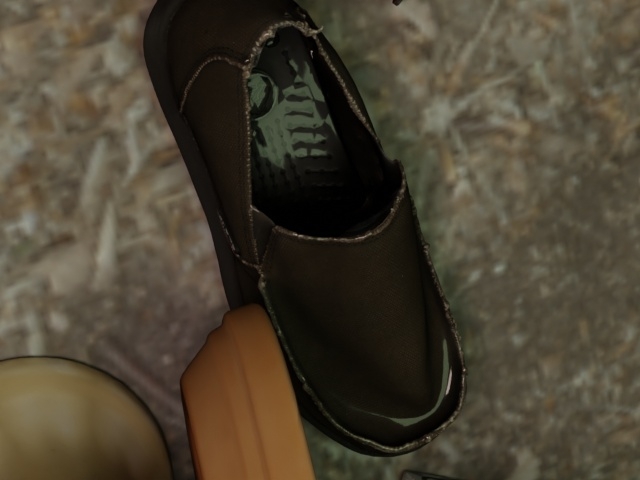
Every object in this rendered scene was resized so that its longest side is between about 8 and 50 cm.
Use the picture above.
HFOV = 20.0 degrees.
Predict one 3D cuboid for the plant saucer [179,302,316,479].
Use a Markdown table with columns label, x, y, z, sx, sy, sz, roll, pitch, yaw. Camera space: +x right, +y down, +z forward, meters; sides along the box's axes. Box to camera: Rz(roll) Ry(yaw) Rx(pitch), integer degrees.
| label | x | y | z | sx | sy | sz | roll | pitch | yaw |
| --- | --- | --- | --- | --- | --- | --- | --- | --- | --- |
| plant saucer | -0.020 | 0.123 | 0.661 | 0.037 | 0.200 | 0.200 | -12 | 108 | -7 |

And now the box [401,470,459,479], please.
| label | x | y | z | sx | sy | sz | roll | pitch | yaw |
| --- | --- | --- | --- | --- | --- | --- | --- | --- | --- |
| box | 0.061 | 0.260 | 0.746 | 0.087 | 0.169 | 0.290 | 15 | 98 | -24 |

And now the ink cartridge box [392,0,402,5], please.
| label | x | y | z | sx | sy | sz | roll | pitch | yaw |
| --- | --- | --- | --- | --- | --- | --- | --- | --- | --- |
| ink cartridge box | 0.061 | -0.250 | 0.604 | 0.130 | 0.272 | 0.309 | 32 | 88 | -2 |

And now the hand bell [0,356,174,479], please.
| label | x | y | z | sx | sy | sz | roll | pitch | yaw |
| --- | --- | --- | --- | --- | --- | --- | --- | --- | --- |
| hand bell | -0.069 | 0.131 | 0.611 | 0.126 | 0.242 | 0.126 | -6 | 104 | -24 |

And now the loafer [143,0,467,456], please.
| label | x | y | z | sx | sy | sz | roll | pitch | yaw |
| --- | --- | --- | --- | --- | --- | --- | --- | --- | --- |
| loafer | 0.000 | 0.000 | 0.702 | 0.080 | 0.078 | 0.220 | -34 | 114 | -13 |
